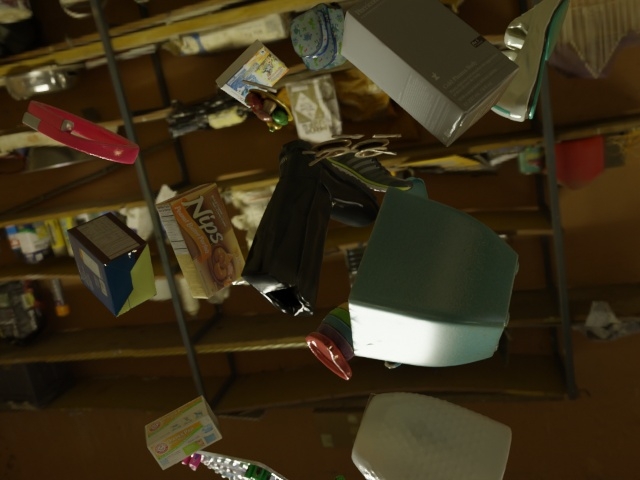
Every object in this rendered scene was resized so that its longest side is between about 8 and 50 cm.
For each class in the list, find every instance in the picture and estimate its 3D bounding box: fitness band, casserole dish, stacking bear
[{"bbox_3d":[-0.558,-0.255,1.305,0.291,0.054,0.209,28,-170,29],"label":"fitness band"},{"bbox_3d":[0.383,-0.162,2.247,0.114,0.188,0.037,-14,169,26],"label":"casserole dish"},{"bbox_3d":[0.107,0.260,1.745,0.289,0.175,0.164,-42,-153,-21],"label":"stacking bear"}]

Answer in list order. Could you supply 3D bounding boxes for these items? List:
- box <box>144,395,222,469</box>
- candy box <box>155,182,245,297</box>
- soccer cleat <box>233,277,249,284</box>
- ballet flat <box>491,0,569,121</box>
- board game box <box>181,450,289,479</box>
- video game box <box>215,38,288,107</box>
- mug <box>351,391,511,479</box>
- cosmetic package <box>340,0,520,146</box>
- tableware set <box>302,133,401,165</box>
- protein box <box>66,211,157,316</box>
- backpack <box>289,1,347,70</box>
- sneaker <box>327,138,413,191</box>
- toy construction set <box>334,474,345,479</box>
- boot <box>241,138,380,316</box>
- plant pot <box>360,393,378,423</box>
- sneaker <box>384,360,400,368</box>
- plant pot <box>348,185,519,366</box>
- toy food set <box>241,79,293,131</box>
[{"bbox_3d":[-0.429,0.598,1.736,0.203,0.114,0.103,-27,-153,-10],"label":"box"},{"bbox_3d":[-0.362,-0.001,1.729,0.088,0.316,0.183,-5,-160,42],"label":"candy box"},{"bbox_3d":[-0.257,0.123,1.929,0.196,0.068,0.076,10,163,22],"label":"soccer cleat"},{"bbox_3d":[0.488,-0.456,1.327,0.139,0.139,0.400,3,-122,42],"label":"ballet flat"},{"bbox_3d":[-0.211,0.806,1.825,0.390,0.390,0.050,-9,-135,41],"label":"board game box"},{"bbox_3d":[-0.237,-0.578,1.947,0.205,0.048,0.187,-40,159,15],"label":"video game box"},{"bbox_3d":[0.256,0.551,1.389,0.328,0.374,0.276,19,-129,16],"label":"mug"},{"bbox_3d":[0.156,-0.272,0.833,0.127,0.238,0.107,-43,170,-17],"label":"cosmetic package"},{"bbox_3d":[0.069,-0.194,1.213,0.194,0.039,0.128,-8,175,-34],"label":"tableware set"},{"bbox_3d":[-0.589,0.064,1.579,0.201,0.199,0.136,33,-133,32],"label":"protein box"},{"bbox_3d":[-0.003,-0.393,1.089,0.105,0.114,0.084,-5,-165,46],"label":"backpack"},{"bbox_3d":[0.147,-0.228,1.711,0.300,0.121,0.111,22,-170,12],"label":"sneaker"},{"bbox_3d":[0.212,0.824,1.629,0.237,0.257,0.309,-16,-177,-27],"label":"toy construction set"},{"bbox_3d":[-0.002,-0.001,1.460,0.146,0.367,0.445,-33,-144,39],"label":"boot"},{"bbox_3d":[0.210,0.591,1.890,0.096,0.109,0.109,22,164,-4],"label":"plant pot"},{"bbox_3d":[0.271,0.364,1.990,0.085,0.237,0.086,24,-140,33],"label":"sneaker"},{"bbox_3d":[0.211,0.088,1.006,0.252,0.247,0.247,13,-121,16],"label":"plant pot"},{"bbox_3d":[-0.159,-0.370,1.592,0.128,0.071,0.218,22,173,17],"label":"toy food set"}]
